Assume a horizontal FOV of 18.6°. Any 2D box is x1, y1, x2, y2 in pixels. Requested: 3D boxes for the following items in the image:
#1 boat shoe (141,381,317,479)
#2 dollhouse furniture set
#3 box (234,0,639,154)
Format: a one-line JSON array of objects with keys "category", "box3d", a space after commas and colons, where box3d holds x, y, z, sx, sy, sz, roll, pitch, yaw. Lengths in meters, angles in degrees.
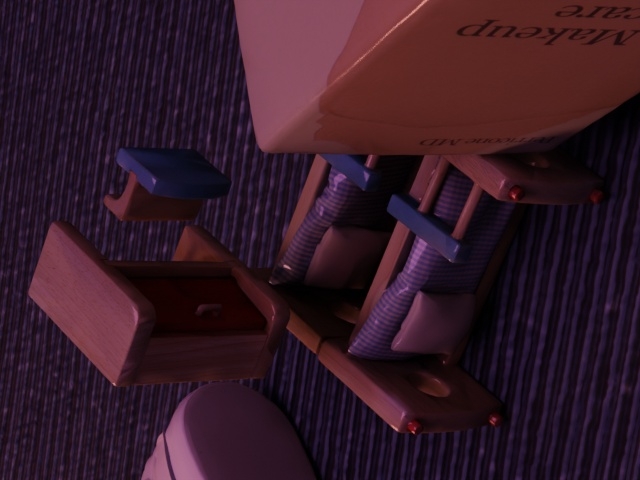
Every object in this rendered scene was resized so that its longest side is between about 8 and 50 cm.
[{"category": "boat shoe", "box3d": [-0.023, 0.195, 0.944, 0.084, 0.095, 0.258, -51, 44, 39]}, {"category": "dollhouse furniture set", "box3d": [0.000, 0.000, 0.839, 0.129, 0.183, 0.129, 40, 119, 40]}, {"category": "box", "box3d": [0.087, -0.134, 0.675, 0.311, 0.148, 0.121, 143, 122, -63]}]
